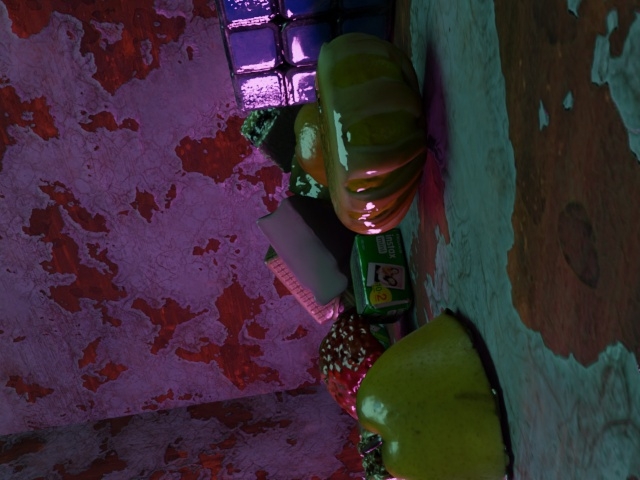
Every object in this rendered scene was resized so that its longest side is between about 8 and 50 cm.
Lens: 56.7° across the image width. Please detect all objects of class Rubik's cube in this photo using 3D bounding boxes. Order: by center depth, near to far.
[{"bbox_3d":[-0.042,-0.460,1.099,0.301,0.304,0.304,87,176,-57],"label":"Rubik's cube"}]

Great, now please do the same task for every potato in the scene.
[{"bbox_3d":[0.018,-0.231,1.436,0.269,0.112,0.256,15,102,43],"label":"potato"}]

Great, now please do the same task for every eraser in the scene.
[{"bbox_3d":[0.000,0.000,1.596,0.272,0.122,0.359,52,-163,0],"label":"eraser"}]

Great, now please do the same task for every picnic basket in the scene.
[{"bbox_3d":[0.003,0.078,1.878,0.313,0.175,0.228,50,-155,-18],"label":"picnic basket"}]

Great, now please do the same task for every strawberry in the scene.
[{"bbox_3d":[0.085,0.295,1.334,0.265,0.149,0.336,51,167,25],"label":"strawberry"}]

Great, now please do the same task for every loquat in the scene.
[{"bbox_3d":[0.046,-0.221,1.251,0.213,0.212,0.213,172,90,-87],"label":"loquat"}]

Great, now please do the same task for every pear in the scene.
[{"bbox_3d":[0.139,0.233,0.829,0.267,0.177,0.267,174,90,-84],"label":"pear"}]

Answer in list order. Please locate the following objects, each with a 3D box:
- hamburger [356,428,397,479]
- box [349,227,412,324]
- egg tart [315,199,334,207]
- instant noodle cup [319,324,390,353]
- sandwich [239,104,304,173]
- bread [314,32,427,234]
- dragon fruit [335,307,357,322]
[{"bbox_3d":[0.158,0.452,1.271,0.185,0.159,0.131,120,142,-52],"label":"hamburger"},{"bbox_3d":[0.130,0.091,1.324,0.250,0.102,0.180,95,167,-73],"label":"box"},{"bbox_3d":[0.054,-0.202,1.538,0.232,0.098,0.253,-39,68,36],"label":"egg tart"},{"bbox_3d":[0.116,0.386,1.705,0.207,0.206,0.233,-103,-1,-59],"label":"instant noodle cup"},{"bbox_3d":[-0.058,-0.331,1.653,0.131,0.325,0.262,57,162,32],"label":"sandwich"},{"bbox_3d":[0.081,-0.161,0.933,0.333,0.159,0.334,172,90,-89],"label":"bread"},{"bbox_3d":[0.127,0.322,1.952,0.295,0.129,0.269,-103,1,-60],"label":"dragon fruit"}]
